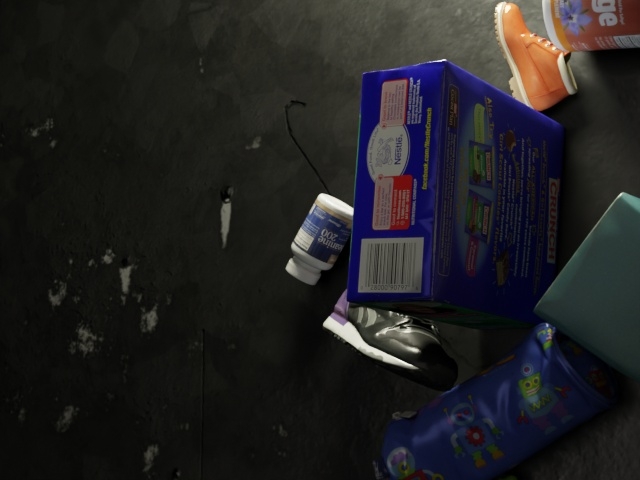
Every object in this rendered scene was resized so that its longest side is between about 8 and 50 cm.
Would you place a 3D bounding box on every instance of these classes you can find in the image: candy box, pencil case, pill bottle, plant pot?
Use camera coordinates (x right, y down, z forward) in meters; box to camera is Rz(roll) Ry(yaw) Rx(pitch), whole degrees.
[{"bbox_3d":[0.170,-0.039,1.373,0.122,0.317,0.268,-1,80,36],"label":"candy box"},{"bbox_3d":[0.210,0.215,1.419,0.306,0.119,0.133,-36,84,23],"label":"pencil case"},{"bbox_3d":[0.000,0.000,1.638,0.067,0.067,0.120,36,103,34],"label":"pill bottle"},{"bbox_3d":[0.397,0.085,1.291,0.234,0.166,0.165,40,105,24],"label":"plant pot"},{"bbox_3d":[0.387,-0.292,1.387,0.216,0.121,0.121,2,83,35],"label":"pill bottle"}]

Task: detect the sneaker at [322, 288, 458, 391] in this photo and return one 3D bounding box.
[{"bbox_3d":[0.097,0.097,1.480,0.124,0.107,0.283,-64,27,0],"label":"sneaker"}]

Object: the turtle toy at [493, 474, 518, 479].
[{"bbox_3d":[0.204,0.346,1.423,0.130,0.066,0.095,-45,42,-16],"label":"turtle toy"}]

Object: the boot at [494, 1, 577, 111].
[{"bbox_3d":[0.279,-0.245,1.498,0.085,0.059,0.157,-22,78,27],"label":"boot"}]
